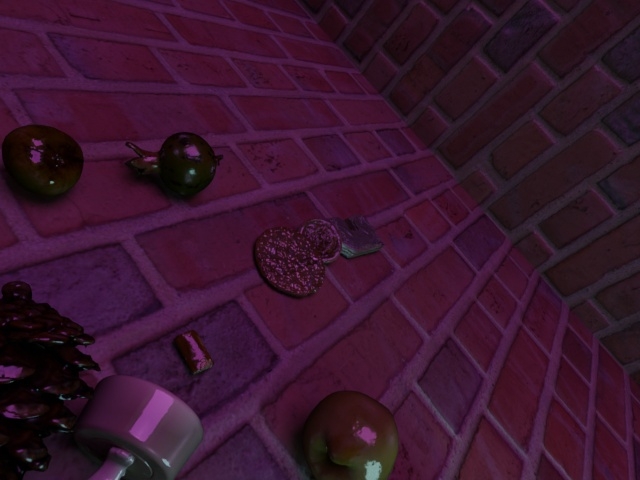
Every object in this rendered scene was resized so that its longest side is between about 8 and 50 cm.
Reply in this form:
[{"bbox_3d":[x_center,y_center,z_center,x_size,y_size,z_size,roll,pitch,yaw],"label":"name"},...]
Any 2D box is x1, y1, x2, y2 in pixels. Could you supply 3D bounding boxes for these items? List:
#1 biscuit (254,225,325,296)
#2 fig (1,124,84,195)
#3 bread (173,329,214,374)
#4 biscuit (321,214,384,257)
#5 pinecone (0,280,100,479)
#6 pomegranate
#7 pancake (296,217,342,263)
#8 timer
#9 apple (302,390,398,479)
[{"bbox_3d":[-0.078,0.053,1.146,0.220,0.033,0.219,21,45,-23],"label":"biscuit"},{"bbox_3d":[-0.533,-0.158,0.831,0.153,0.121,0.135,-106,178,-62],"label":"fig"},{"bbox_3d":[-0.244,0.214,0.824,0.047,0.036,0.083,-20,71,-44],"label":"bread"},{"bbox_3d":[0.099,-0.017,1.399,0.250,0.046,0.147,-9,62,-50],"label":"biscuit"},{"bbox_3d":[-0.388,0.183,0.512,0.224,0.224,0.272,17,70,-34],"label":"pinecone"},{"bbox_3d":[-0.355,-0.197,1.037,0.221,0.156,0.156,19,42,-19],"label":"pomegranate"},{"bbox_3d":[0.000,0.000,1.262,0.152,0.025,0.151,11,61,-21],"label":"pancake"},{"bbox_3d":[-0.289,0.333,0.547,0.175,0.175,0.266,37,40,-11],"label":"timer"},{"bbox_3d":[0.059,0.386,0.830,0.200,0.200,0.199,27,39,-24],"label":"apple"}]
